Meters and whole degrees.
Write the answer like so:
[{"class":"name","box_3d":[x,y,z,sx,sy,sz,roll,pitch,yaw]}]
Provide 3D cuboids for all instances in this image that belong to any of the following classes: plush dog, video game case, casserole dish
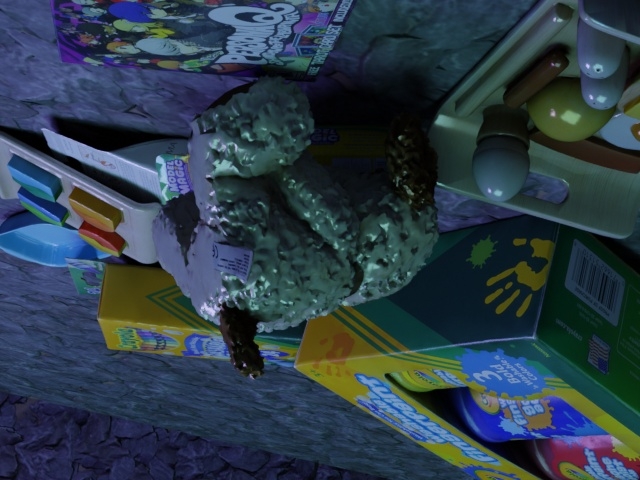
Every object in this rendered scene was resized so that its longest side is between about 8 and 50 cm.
[{"class":"plush dog","box_3d":[0.000,0.000,1.010,0.225,0.210,0.262,-10,153,-25]},{"class":"video game case","box_3d":[-0.086,-0.173,0.843,0.210,0.041,0.232,4,169,-9]},{"class":"casserole dish","box_3d":[-0.340,-0.007,1.505,0.114,0.037,0.188,27,153,-37]}]

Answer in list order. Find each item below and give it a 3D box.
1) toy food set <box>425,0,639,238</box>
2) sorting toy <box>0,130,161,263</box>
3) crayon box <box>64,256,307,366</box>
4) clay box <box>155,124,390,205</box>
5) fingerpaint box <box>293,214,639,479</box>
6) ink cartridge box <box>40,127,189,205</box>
[{"class":"toy food set","box_3d":[0.232,-0.085,0.938,0.220,0.092,0.306,15,160,-13]},{"class":"sorting toy","box_3d":[-0.279,-0.039,1.329,0.208,0.038,0.193,24,161,2]},{"class":"crayon box","box_3d":[-0.182,0.103,1.603,0.323,0.083,0.203,7,164,-4]},{"class":"clay box","box_3d":[-0.038,-0.048,1.125,0.222,0.053,0.127,2,132,7]},{"class":"fingerpaint box","box_3d":[0.259,0.168,1.411,0.445,0.163,0.371,35,150,-32]},{"class":"ink cartridge box","box_3d":[-0.176,-0.064,1.276,0.225,0.056,0.181,24,161,6]}]
